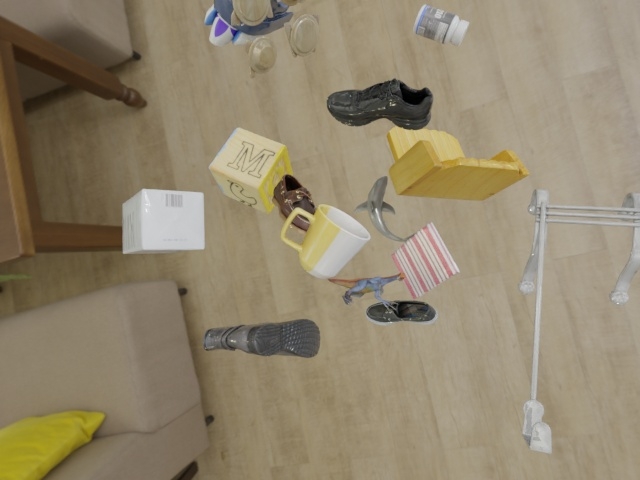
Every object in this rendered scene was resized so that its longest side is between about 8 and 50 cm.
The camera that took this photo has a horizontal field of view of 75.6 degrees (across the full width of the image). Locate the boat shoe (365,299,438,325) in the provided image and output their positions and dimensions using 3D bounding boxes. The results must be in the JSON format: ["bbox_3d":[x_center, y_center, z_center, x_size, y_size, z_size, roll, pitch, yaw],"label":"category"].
[{"bbox_3d":[0.146,0.131,0.773,0.142,0.040,0.049,-5,56,32],"label":"boat shoe"}]

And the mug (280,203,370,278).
[{"bbox_3d":[0.003,0.001,0.432,0.078,0.062,0.064,36,110,11],"label":"mug"}]

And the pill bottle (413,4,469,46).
[{"bbox_3d":[0.339,-0.601,1.159,0.137,0.078,0.078,25,95,10],"label":"pill bottle"}]

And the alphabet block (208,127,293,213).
[{"bbox_3d":[-0.234,-0.242,1.441,0.197,0.192,0.193,23,72,15],"label":"alphabet block"}]

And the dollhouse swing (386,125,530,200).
[{"bbox_3d":[0.429,-0.309,1.371,0.347,0.315,0.304,2,73,-18],"label":"dollhouse swing"}]

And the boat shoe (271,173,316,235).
[{"bbox_3d":[-0.051,-0.081,0.870,0.073,0.073,0.207,-64,35,18],"label":"boat shoe"}]

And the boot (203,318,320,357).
[{"bbox_3d":[-0.167,0.292,1.255,0.223,0.338,0.118,-8,70,34],"label":"boot"}]

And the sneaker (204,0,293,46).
[{"bbox_3d":[-0.128,-0.447,0.744,0.130,0.322,0.236,38,109,-12],"label":"sneaker"}]

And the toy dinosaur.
[{"bbox_3d":[0.068,0.055,0.549,0.082,0.047,0.090,-33,66,-17],"label":"toy dinosaur"}]

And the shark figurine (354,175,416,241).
[{"bbox_3d":[0.214,-0.085,1.453,0.166,0.116,0.278,-26,73,8],"label":"shark figurine"}]

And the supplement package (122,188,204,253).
[{"bbox_3d":[-0.390,-0.038,1.006,0.244,0.139,0.133,-6,85,54],"label":"supplement package"}]

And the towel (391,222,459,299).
[{"bbox_3d":[0.268,0.057,1.074,0.029,0.197,0.144,-14,69,-30],"label":"towel"}]

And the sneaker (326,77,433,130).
[{"bbox_3d":[0.159,-0.374,1.092,0.287,0.130,0.108,2,72,1],"label":"sneaker"}]

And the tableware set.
[{"bbox_3d":[-0.065,-0.339,0.634,0.169,0.141,0.020,-37,52,-27],"label":"tableware set"}]

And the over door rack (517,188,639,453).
[{"bbox_3d":[0.368,0.099,0.485,0.240,0.108,0.324,4,69,20],"label":"over door rack"}]
